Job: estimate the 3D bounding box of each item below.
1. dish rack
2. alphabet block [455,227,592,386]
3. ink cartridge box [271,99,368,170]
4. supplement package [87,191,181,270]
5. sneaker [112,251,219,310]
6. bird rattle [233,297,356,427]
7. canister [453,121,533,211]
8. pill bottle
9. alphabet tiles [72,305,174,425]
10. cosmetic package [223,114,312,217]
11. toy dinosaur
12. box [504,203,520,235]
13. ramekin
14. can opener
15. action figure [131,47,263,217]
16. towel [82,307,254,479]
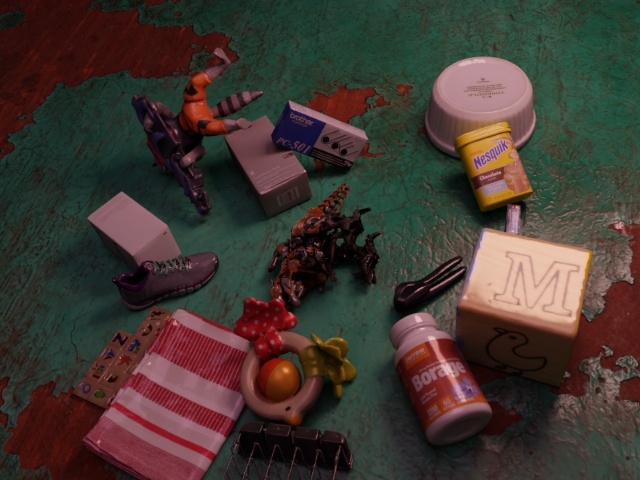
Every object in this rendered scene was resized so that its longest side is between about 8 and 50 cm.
[{"bbox_3d":[-0.070,0.412,1.048,0.208,0.074,0.271,2,34,13],"label":"dish rack"},{"bbox_3d":[0.365,0.119,1.185,0.197,0.192,0.193,13,57,21],"label":"alphabet block"},{"bbox_3d":[-0.002,-0.243,1.528,0.207,0.097,0.046,18,32,-24],"label":"ink cartridge box"},{"bbox_3d":[-0.422,-0.010,1.476,0.179,0.105,0.105,32,62,31],"label":"supplement package"},{"bbox_3d":[-0.328,0.071,1.398,0.223,0.098,0.083,-26,52,-11],"label":"sneaker"},{"bbox_3d":[-0.070,0.224,1.200,0.253,0.143,0.207,23,72,19],"label":"bird rattle"},{"bbox_3d":[0.383,-0.161,1.440,0.126,0.073,0.170,-18,78,-1],"label":"canister"},{"bbox_3d":[0.203,0.240,1.157,0.121,0.121,0.216,-19,51,-6],"label":"pill bottle"},{"bbox_3d":[-0.357,0.244,1.323,0.198,0.009,0.237,16,55,22],"label":"alphabet tiles"},{"bbox_3d":[-0.128,-0.181,1.566,0.127,0.107,0.238,-29,55,-9],"label":"cosmetic package"},{"bbox_3d":[0.000,0.000,1.378,0.218,0.164,0.322,1,72,31],"label":"toy dinosaur"},{"bbox_3d":[0.380,0.007,1.304,0.027,0.137,0.094,5,53,14],"label":"box"},{"bbox_3d":[0.389,-0.332,1.583,0.272,0.127,0.273,-5,50,6],"label":"ramekin"},{"bbox_3d":[0.224,0.092,1.320,0.186,0.059,0.073,-27,25,-24],"label":"can opener"},{"bbox_3d":[-0.281,-0.238,1.556,0.178,0.330,0.341,-24,87,-53],"label":"action figure"},{"bbox_3d":[-0.262,0.296,1.239,0.237,0.037,0.329,20,57,18],"label":"towel"}]
